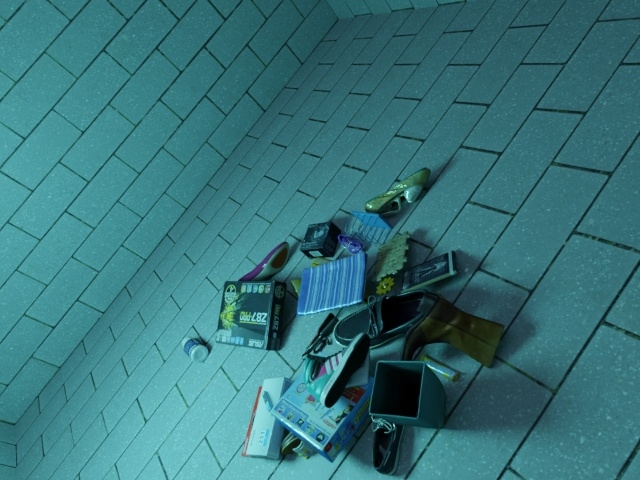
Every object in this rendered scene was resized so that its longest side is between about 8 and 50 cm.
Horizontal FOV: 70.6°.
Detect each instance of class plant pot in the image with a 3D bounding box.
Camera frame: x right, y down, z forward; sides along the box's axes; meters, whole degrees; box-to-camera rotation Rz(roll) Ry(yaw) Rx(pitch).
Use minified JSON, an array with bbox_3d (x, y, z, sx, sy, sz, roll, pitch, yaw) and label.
[{"bbox_3d":[-0.070,0.228,2.101,0.095,0.134,0.134,-24,37,-11],"label":"plant pot"},{"bbox_3d":[0.293,0.498,1.416,0.165,0.234,0.166,-11,52,38],"label":"plant pot"}]

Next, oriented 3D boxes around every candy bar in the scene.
[{"bbox_3d":[0.403,0.434,1.541,0.161,0.018,0.040,18,72,51],"label":"candy bar"}]

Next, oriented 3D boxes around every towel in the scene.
[{"bbox_3d":[0.044,0.183,1.905,0.335,0.040,0.244,-19,46,33],"label":"towel"}]

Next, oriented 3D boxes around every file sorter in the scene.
[{"bbox_3d":[0.216,-0.055,2.064,0.170,0.118,0.105,11,70,48],"label":"file sorter"}]

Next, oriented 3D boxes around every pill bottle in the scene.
[{"bbox_3d":[-0.670,0.571,2.394,0.169,0.094,0.094,19,72,50],"label":"pill bottle"}]

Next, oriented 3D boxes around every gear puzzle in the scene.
[{"bbox_3d":[0.295,0.101,1.851,0.175,0.044,0.339,-30,24,33],"label":"gear puzzle"}]

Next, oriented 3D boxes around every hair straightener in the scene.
[{"bbox_3d":[0.001,0.420,1.916,0.230,0.047,0.089,-50,38,-2],"label":"hair straightener"}]

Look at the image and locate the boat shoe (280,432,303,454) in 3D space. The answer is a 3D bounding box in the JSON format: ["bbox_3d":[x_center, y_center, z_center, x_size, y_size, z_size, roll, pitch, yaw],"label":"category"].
[{"bbox_3d":[-0.067,0.721,1.707,0.207,0.073,0.073,-38,38,1],"label":"boat shoe"}]

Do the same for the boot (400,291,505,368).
[{"bbox_3d":[0.424,0.340,1.490,0.280,0.096,0.264,25,89,14],"label":"boot"}]

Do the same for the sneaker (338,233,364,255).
[{"bbox_3d":[0.136,0.017,2.114,0.068,0.071,0.169,-54,39,-8],"label":"sneaker"}]

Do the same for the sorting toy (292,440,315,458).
[{"bbox_3d":[-0.062,0.761,1.660,0.083,0.075,0.045,-44,38,6],"label":"sorting toy"}]

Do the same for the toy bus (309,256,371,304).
[{"bbox_3d":[0.087,0.173,1.998,0.332,0.108,0.130,14,67,49],"label":"toy bus"}]

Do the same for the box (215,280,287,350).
[{"bbox_3d":[-0.342,0.356,2.199,0.394,0.097,0.319,-4,76,42],"label":"box"}]

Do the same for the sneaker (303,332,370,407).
[{"bbox_3d":[0.041,0.436,1.631,0.178,0.124,0.296,17,55,39],"label":"sneaker"}]

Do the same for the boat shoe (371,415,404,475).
[{"bbox_3d":[0.216,0.633,1.500,0.095,0.079,0.255,-10,52,39],"label":"boat shoe"}]

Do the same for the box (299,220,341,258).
[{"bbox_3d":[0.000,0.000,2.243,0.155,0.093,0.159,-7,52,40],"label":"box"}]

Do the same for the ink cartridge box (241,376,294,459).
[{"bbox_3d":[-0.236,0.718,1.836,0.261,0.066,0.297,-24,43,43],"label":"ink cartridge box"}]

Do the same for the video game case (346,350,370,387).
[{"bbox_3d":[0.104,0.472,1.653,0.157,0.019,0.143,-16,33,21],"label":"video game case"}]

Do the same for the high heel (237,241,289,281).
[{"bbox_3d":[-0.317,0.136,2.394,0.377,0.127,0.181,-53,48,-1],"label":"high heel"}]

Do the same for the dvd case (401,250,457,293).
[{"bbox_3d":[0.416,0.121,1.738,0.221,0.018,0.165,-26,17,23],"label":"dvd case"}]

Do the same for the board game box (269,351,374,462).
[{"bbox_3d":[0.019,0.591,1.654,0.308,0.086,0.302,13,50,49],"label":"board game box"}]

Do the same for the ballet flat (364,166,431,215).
[{"bbox_3d":[0.364,-0.198,2.062,0.348,0.123,0.123,-30,41,21],"label":"ballet flat"}]

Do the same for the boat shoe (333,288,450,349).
[{"bbox_3d":[0.244,0.291,1.709,0.499,0.156,0.187,-20,48,33],"label":"boat shoe"}]
